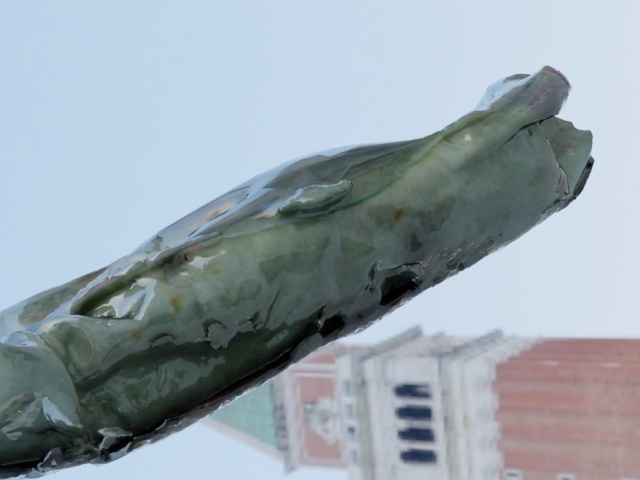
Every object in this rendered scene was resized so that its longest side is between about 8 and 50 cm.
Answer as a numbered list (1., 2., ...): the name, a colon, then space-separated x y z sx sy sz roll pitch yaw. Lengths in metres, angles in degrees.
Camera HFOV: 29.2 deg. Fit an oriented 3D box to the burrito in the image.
1. burrito: -0.001 0.002 0.435 0.309 0.096 0.066 -24 -85 -37
